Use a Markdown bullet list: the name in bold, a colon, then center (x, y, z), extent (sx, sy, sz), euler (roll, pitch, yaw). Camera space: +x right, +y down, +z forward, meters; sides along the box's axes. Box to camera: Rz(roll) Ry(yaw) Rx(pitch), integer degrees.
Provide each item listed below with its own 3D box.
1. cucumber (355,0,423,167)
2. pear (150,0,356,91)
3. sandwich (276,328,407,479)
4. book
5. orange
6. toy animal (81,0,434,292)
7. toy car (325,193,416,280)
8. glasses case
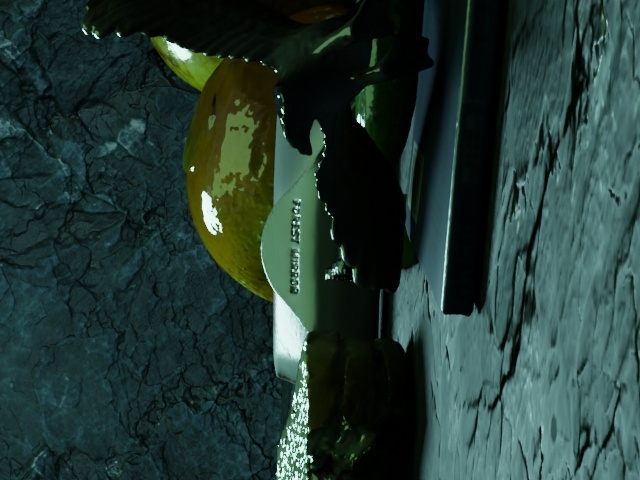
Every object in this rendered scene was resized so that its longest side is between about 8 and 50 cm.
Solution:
- **cucumber**: center (0.053, -0.167, 1.151), extent (0.056, 0.056, 0.250), euler (-101, 12, -75)
- **pear**: center (-0.088, -0.295, 1.764), extent (0.283, 0.283, 0.284), euler (-178, 90, -86)
- **sandwich**: center (0.017, 0.232, 1.165), extent (0.249, 0.095, 0.273), euler (103, 170, -52)
- **book**: center (0.082, -0.111, 0.903), extent (0.191, 0.025, 0.269), euler (-102, 15, -73)
- **orange**: center (-0.038, -0.089, 1.554), extent (0.334, 0.196, 0.262), euler (-50, 43, 49)
- **toy animal**: center (0.016, -0.109, 0.946), extent (0.272, 0.197, 0.160), euler (50, 166, -12)
- **toy car**: center (0.039, -0.003, 1.183), extent (0.165, 0.062, 0.071), euler (131, 142, -84)
- **glasses case**: center (-0.002, 0.000, 1.363), extent (0.083, 0.128, 0.308), euler (-2, -86, -50)
